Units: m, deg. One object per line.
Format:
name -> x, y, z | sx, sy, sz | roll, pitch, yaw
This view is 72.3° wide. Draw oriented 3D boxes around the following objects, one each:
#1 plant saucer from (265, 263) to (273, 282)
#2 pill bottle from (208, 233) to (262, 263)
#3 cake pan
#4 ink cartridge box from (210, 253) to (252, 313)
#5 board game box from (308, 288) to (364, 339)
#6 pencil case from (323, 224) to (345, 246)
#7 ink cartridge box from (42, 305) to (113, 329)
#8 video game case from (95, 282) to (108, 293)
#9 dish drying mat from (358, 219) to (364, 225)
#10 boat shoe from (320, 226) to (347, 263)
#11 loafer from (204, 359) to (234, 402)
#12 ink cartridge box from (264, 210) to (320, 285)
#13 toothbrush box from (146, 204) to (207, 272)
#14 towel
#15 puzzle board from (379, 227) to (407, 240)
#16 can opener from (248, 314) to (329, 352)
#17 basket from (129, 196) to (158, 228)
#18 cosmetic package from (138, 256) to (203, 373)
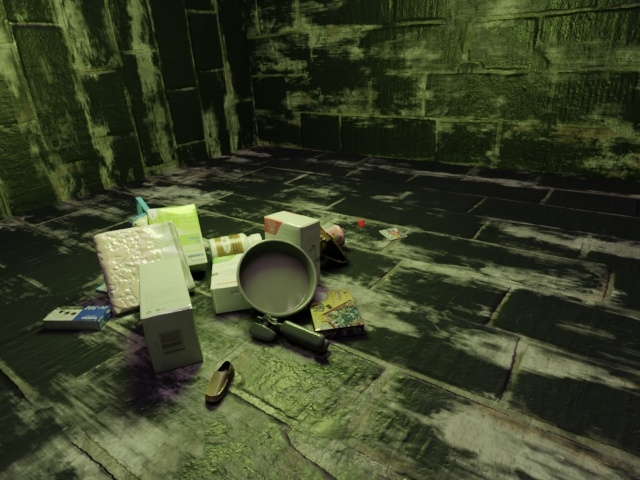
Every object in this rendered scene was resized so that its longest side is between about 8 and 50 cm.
plant saucer -> -0.194, 0.146, 1.689 | 0.029, 0.168, 0.168 | -21, 26, -3
pill bottle -> -0.381, 0.038, 1.991 | 0.230, 0.131, 0.131 | -11, 25, -17
cake pan -> -0.158, 0.136, 1.577 | 0.294, 0.054, 0.292 | 7, 64, -15
ink cartridge box -> -0.321, 0.159, 1.728 | 0.199, 0.114, 0.273 | -8, 24, -8
board game box -> 0.047, 0.256, 1.551 | 0.165, 0.042, 0.243 | -6, 24, -6
pencil case -> -0.027, 0.015, 2.010 | 0.284, 0.124, 0.124 | -18, 28, -28
ink cartridge box -> -0.889, 0.283, 1.612 | 0.207, 0.046, 0.097 | -1, 25, 6
video game case -> -0.839, 0.193, 1.847 | 0.167, 0.015, 0.119 | 6, 26, 21
dish drying mat -> 0.220, -0.095, 2.364 | 0.032, 0.008, 0.083 | 0, 24, 6
boat shoe -> 0.000, 0.000, 1.875 | 0.307, 0.110, 0.104 | 32, 4, -31
loafer -> -0.292, 0.401, 1.259 | 0.056, 0.050, 0.148 | 1, 24, 9
ink cartridge box -> -0.113, 0.044, 1.756 | 0.207, 0.282, 0.117 | 16, 26, 36
toothbrush box -> -0.627, 0.002, 1.908 | 0.206, 0.283, 0.122 | -8, -18, -23
towel -> -0.695, 0.095, 1.740 | 0.317, 0.331, 0.053 | -16, -17, -26
puzzle board -> 0.365, -0.035, 2.205 | 0.097, 0.011, 0.128 | -10, 24, -15
can opener -> -0.104, 0.311, 1.437 | 0.281, 0.074, 0.093 | 10, 61, 31
basket -> -0.808, -0.048, 2.096 | 0.201, 0.254, 0.289 | -20, 40, -29
cosmetic package -> -0.510, 0.232, 1.473 | 0.156, 0.217, 0.385 | -12, 27, -17
